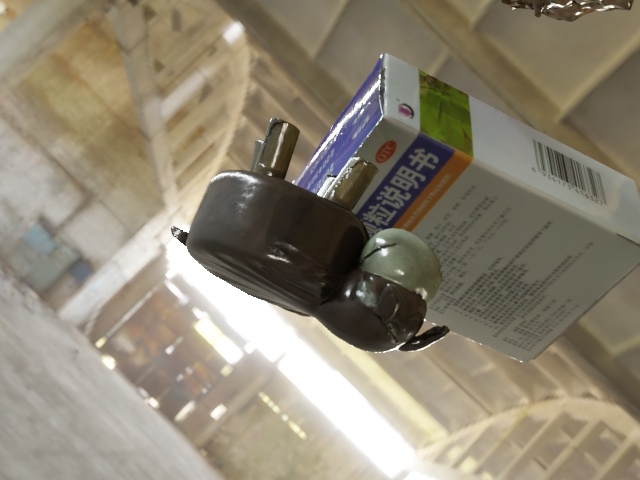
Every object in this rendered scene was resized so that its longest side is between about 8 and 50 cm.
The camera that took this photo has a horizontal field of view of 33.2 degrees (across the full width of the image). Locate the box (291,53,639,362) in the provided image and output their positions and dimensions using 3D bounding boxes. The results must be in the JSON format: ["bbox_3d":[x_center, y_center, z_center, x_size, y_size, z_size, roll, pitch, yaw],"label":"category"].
[{"bbox_3d":[0.136,-0.021,1.039,0.299,0.106,0.200,25,-50,-16],"label":"box"}]

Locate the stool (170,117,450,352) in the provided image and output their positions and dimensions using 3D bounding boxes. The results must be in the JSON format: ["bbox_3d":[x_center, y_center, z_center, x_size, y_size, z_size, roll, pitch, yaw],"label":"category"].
[{"bbox_3d":[0.000,0.000,0.760,0.217,0.121,0.125,21,-16,21],"label":"stool"}]

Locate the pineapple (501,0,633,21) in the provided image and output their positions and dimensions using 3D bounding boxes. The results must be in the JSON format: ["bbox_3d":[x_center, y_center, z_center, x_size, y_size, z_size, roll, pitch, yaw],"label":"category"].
[{"bbox_3d":[0.143,-0.195,0.369,0.165,0.165,0.364,45,-11,-3],"label":"pineapple"}]
